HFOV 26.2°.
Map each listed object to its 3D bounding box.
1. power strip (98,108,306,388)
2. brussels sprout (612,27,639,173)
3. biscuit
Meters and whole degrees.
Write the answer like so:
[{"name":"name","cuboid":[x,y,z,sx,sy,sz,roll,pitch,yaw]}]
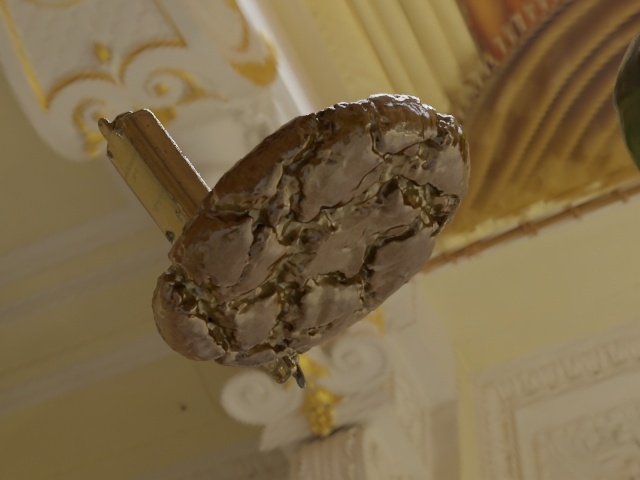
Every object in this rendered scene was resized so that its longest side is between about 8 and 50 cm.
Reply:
[{"name":"power strip","cuboid":[-0.097,0.003,1.220,0.044,0.305,0.064,-29,165,-32]},{"name":"brussels sprout","cuboid":[0.351,-0.120,1.075,0.271,0.210,0.219,-56,-164,-26]},{"name":"biscuit","cuboid":[0.000,0.000,0.844,0.226,0.226,0.042,-33,-119,-7]}]
